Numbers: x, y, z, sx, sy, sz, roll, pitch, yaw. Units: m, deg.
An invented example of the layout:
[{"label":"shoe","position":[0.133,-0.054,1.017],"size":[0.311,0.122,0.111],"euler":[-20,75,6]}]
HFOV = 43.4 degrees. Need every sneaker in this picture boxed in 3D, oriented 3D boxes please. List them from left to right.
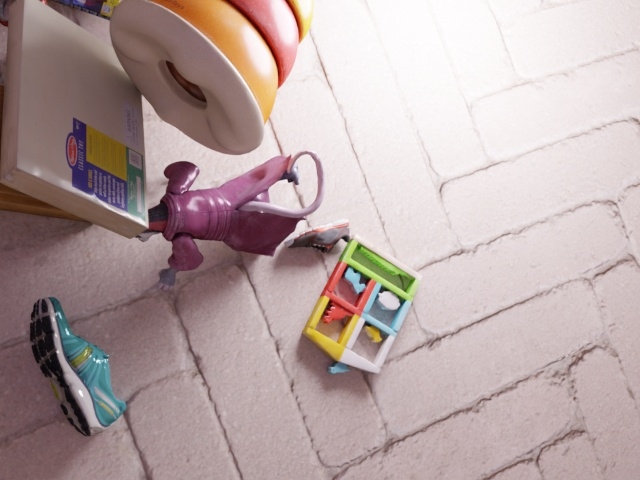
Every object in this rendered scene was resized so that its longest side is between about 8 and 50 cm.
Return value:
[{"label":"sneaker","position":[-0.457,0.228,1.506],"size":[0.110,0.107,0.275],"euler":[-29,99,-42]},{"label":"sneaker","position":[0.000,0.000,1.727],"size":[0.158,0.061,0.064],"euler":[-17,94,-22]}]

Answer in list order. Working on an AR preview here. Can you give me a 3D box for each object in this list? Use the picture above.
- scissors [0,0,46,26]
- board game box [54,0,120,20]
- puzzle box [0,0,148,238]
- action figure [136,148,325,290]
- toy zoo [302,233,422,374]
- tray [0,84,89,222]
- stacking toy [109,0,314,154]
[{"label":"scissors","position":[-0.598,-0.554,1.563],"size":[0.109,0.021,0.296],"euler":[-13,83,17]},{"label":"board game box","position":[-0.486,-0.553,1.611],"size":[0.194,0.060,0.194],"euler":[16,77,-18]},{"label":"puzzle box","position":[-0.434,-0.223,1.434],"size":[0.272,0.052,0.408],"euler":[30,40,-46]},{"label":"action figure","position":[-0.202,-0.038,1.550],"size":[0.370,0.276,0.247],"euler":[-9,92,-36]},{"label":"toy zoo","position":[0.086,0.158,1.752],"size":[0.192,0.030,0.293],"euler":[33,72,-14]},{"label":"tray","position":[-0.527,-0.155,1.409],"size":[0.411,0.076,0.202],"euler":[10,76,-58]},{"label":"stacking toy","position":[-0.123,-0.429,1.523],"size":[0.350,0.351,0.480],"euler":[44,70,-11]}]
